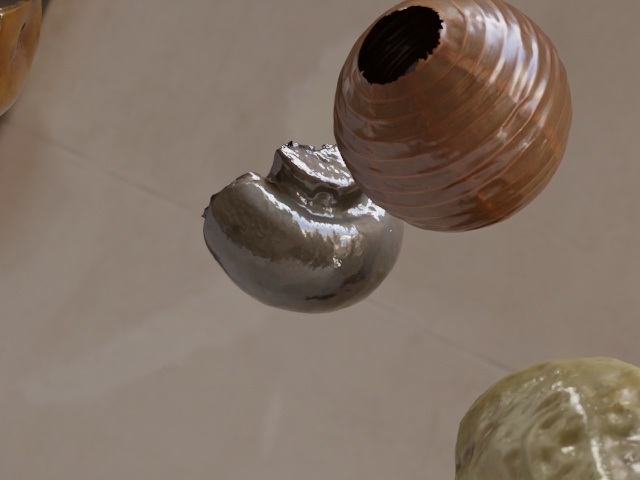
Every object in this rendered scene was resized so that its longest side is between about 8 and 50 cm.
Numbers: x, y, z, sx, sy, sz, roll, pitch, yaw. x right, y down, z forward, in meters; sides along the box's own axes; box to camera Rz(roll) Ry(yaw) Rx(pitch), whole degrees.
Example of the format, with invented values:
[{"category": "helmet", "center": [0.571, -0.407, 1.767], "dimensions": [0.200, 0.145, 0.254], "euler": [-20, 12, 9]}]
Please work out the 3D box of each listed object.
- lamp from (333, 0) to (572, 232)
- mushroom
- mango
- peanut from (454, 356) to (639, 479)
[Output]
[{"category": "lamp", "center": [0.073, -0.071, 0.905], "dimensions": [0.136, 0.136, 0.136], "euler": [24, 2, -1]}, {"category": "mushroom", "center": [0.000, 0.000, 1.381], "dimensions": [0.188, 0.141, 0.117], "euler": [-13, 59, -40]}, {"category": "mango", "center": [-0.396, -0.212, 1.851], "dimensions": [0.136, 0.166, 0.236], "euler": [16, 22, 7]}, {"category": "peanut", "center": [0.187, 0.179, 0.969], "dimensions": [0.158, 0.174, 0.340], "euler": [11, 32, -16]}]
